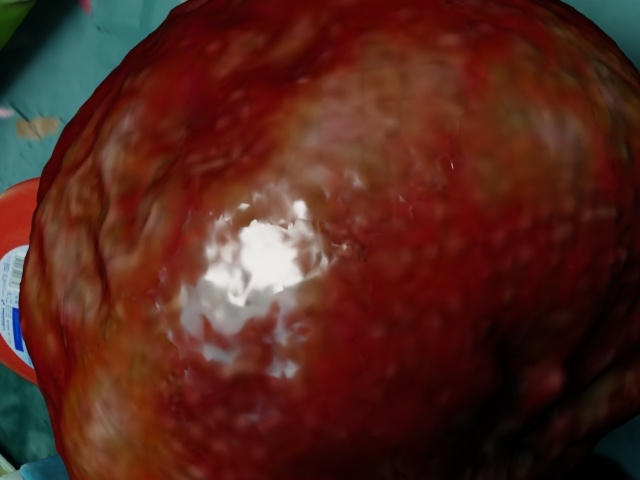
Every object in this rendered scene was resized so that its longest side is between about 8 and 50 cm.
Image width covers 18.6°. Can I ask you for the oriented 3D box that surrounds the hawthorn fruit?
[{"bbox_3d":[0.000,0.000,0.668,0.230,0.210,0.266,-60,34,15],"label":"hawthorn fruit"}]

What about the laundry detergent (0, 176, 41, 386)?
[{"bbox_3d":[-0.077,0.029,0.839,0.165,0.049,0.097,14,106,36],"label":"laundry detergent"}]

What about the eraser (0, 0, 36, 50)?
[{"bbox_3d":[-0.249,-0.120,0.910,0.274,0.092,0.210,-39,75,45],"label":"eraser"}]

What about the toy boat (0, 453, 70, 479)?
[{"bbox_3d":[-0.126,0.154,0.884,0.215,0.088,0.102,48,124,23],"label":"toy boat"}]
